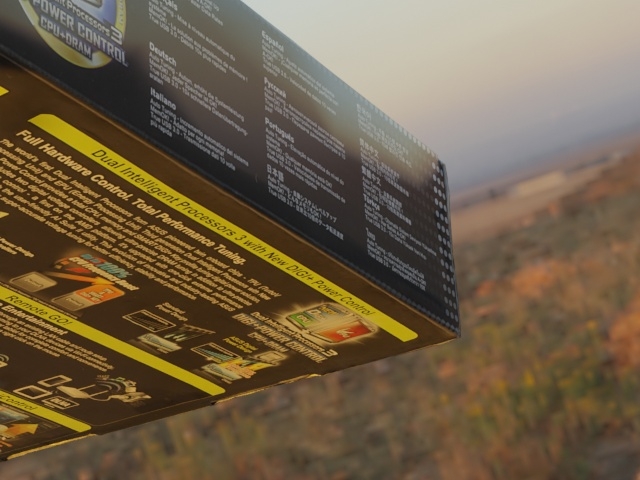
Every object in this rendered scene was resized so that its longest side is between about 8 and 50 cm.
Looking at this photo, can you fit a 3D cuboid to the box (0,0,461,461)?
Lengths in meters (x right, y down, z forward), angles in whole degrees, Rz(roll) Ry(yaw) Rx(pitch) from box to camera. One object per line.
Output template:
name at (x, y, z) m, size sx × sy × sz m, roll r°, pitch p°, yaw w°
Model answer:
box at (-0.120, -0.013, 0.481) m, size 0.216 × 0.060 × 0.270 m, roll -18°, pitch -28°, yaw 27°
